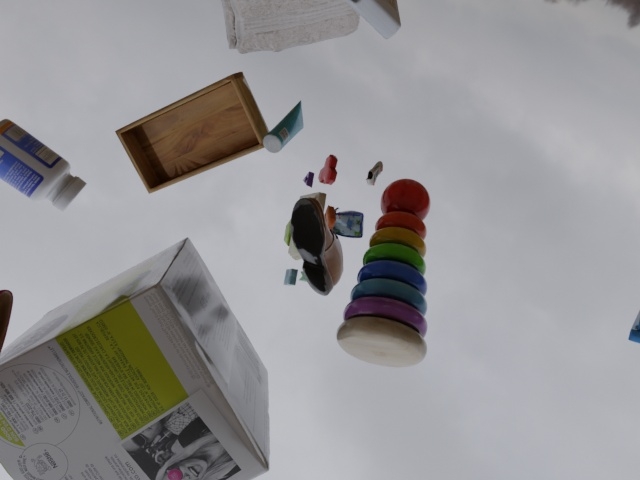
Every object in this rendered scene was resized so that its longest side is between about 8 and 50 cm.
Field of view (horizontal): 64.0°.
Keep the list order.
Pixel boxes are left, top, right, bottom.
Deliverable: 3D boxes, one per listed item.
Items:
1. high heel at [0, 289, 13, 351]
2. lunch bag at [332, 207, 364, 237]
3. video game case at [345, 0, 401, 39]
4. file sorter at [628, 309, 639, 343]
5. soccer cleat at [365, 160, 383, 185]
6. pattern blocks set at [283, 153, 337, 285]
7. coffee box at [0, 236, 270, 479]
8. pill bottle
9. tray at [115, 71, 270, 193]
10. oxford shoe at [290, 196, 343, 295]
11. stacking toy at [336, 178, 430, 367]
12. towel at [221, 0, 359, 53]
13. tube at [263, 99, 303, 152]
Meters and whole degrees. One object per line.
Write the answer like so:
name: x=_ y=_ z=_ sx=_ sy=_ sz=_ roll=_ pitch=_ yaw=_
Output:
high heel: x=-0.389 y=0.167 z=0.557 sx=0.117 sy=0.082 sz=0.244 roll=-31 pitch=-134 yaw=7
lunch bag: x=0.062 y=-0.056 z=1.618 sx=0.152 sy=0.096 sz=0.129 roll=1 pitch=-177 yaw=6
video game case: x=0.006 y=-0.349 z=0.564 sx=0.206 sy=0.026 sz=0.226 roll=32 pitch=-139 yaw=-30
file sorter: x=0.396 y=0.055 z=0.469 sx=0.171 sy=0.104 sz=0.118 roll=14 pitch=-165 yaw=35
soccer cleat: x=0.150 y=-0.192 z=1.429 sx=0.029 sy=0.035 sz=0.083 roll=14 pitch=-112 yaw=37
pattern blocks set: x=-0.036 y=-0.042 z=1.362 sx=0.026 sy=0.285 sz=0.324 roll=14 pitch=-112 yaw=-24
coffee box: x=-0.313 y=0.244 z=0.892 sx=0.335 sy=0.338 sz=0.337 roll=-28 pitch=-167 yaw=0
pill bottle: x=-0.828 y=-0.206 z=1.476 sx=0.272 sy=0.152 sz=0.152 roll=40 pitch=-154 yaw=-22
tray: x=-0.358 y=-0.295 z=1.442 sx=0.411 sy=0.202 sz=0.076 roll=-17 pitch=-162 yaw=23
oxford shoe: x=0.000 y=0.000 z=0.924 sx=0.076 sy=0.212 sz=0.076 roll=24 pitch=-128 yaw=33
stacking toy: x=0.129 y=0.034 z=0.855 sx=0.141 sy=0.141 sz=0.330 roll=17 pitch=-119 yaw=0
towel: x=-0.050 y=-0.452 z=0.991 sx=0.283 sy=0.187 sz=0.049 roll=-15 pitch=-107 yaw=-7
tube: x=-0.086 y=-0.302 z=1.372 sx=0.052 sy=0.080 sz=0.207 roll=13 pitch=-142 yaw=16
